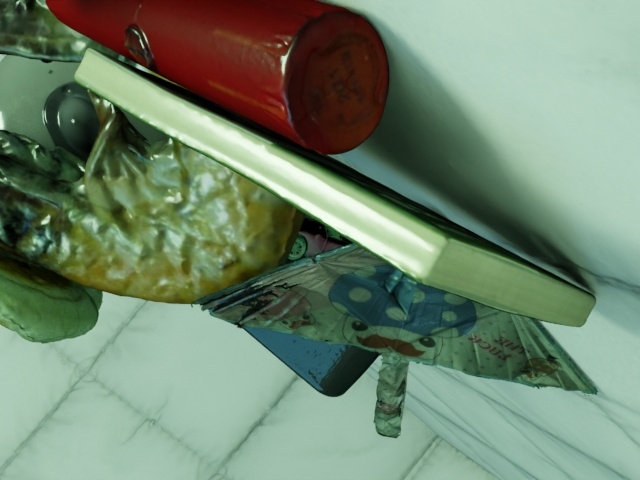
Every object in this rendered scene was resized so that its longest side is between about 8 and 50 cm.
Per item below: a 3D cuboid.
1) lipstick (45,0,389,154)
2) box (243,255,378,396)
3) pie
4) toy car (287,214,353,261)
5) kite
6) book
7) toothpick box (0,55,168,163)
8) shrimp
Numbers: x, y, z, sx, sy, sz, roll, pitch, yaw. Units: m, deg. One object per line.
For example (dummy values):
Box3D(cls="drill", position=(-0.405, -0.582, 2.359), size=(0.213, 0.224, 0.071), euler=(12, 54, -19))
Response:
Box3D(cls="lipstick", position=(-0.070, -0.119, 0.573), size=(0.279, 0.073, 0.073), euler=(31, 169, 47))
Box3D(cls="box", position=(-0.014, 0.061, 1.084), size=(0.201, 0.090, 0.144), euler=(39, -153, 8))
Box3D(cls="pie", position=(-0.300, 0.017, 0.902), size=(0.240, 0.054, 0.240), euler=(27, -176, -2))
Box3D(cls="toy car", position=(0.000, 0.000, 1.020), size=(0.142, 0.055, 0.069), euler=(19, -172, -32))
Box3D(cls="kite", position=(0.060, 0.077, 0.817), size=(0.335, 0.011, 0.314), euler=(12, 142, 4))
Box3D(cls="book", position=(0.010, -0.029, 0.591), size=(0.264, 0.027, 0.202), euler=(31, -173, 35))
Box3D(cls="toothpick box", position=(-0.224, -0.083, 1.020), size=(0.229, 0.229, 0.316), euler=(41, 172, -6))
Box3D(cls="shrimp", position=(-0.225, -0.085, 0.790), size=(0.445, 0.085, 0.272), euler=(16, 129, 3))
